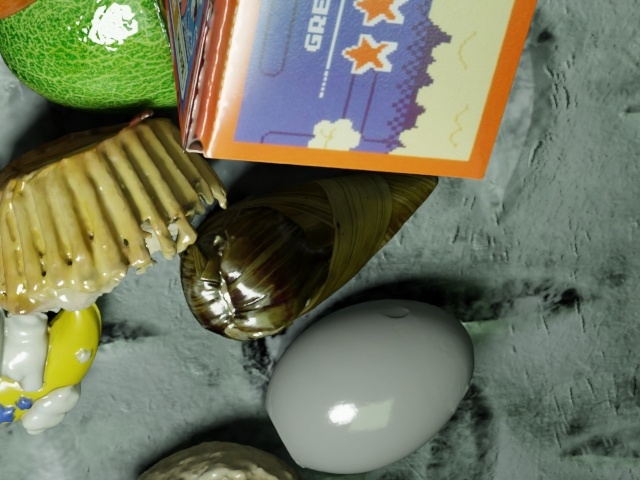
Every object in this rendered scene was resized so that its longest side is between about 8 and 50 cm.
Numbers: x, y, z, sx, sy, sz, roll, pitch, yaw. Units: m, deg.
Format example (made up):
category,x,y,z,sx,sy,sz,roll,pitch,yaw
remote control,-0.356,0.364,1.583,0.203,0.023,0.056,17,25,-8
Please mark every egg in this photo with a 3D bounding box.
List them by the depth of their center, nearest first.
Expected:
category,x,y,z,sx,sy,sz,roll,pitch,yaw
egg,0.057,0.154,2.052,0.232,0.176,0.176,-26,131,-1
egg,-0.113,0.361,2.129,0.279,0.279,0.310,3,144,-16

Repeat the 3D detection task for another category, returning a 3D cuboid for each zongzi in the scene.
category,x,y,z,sx,sy,sz,roll,pitch,yaw
zongzi,0.000,0.000,1.871,0.288,0.286,0.134,-23,96,-2

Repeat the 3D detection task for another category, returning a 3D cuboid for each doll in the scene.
category,x,y,z,sx,sy,sz,roll,pitch,yaw
doll,-0.350,0.119,1.962,0.237,0.111,0.252,7,136,-18

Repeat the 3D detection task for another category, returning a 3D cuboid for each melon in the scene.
category,x,y,z,sx,sy,sz,roll,pitch,yaw
melon,-0.220,-0.193,1.729,0.169,0.129,0.265,-15,132,2

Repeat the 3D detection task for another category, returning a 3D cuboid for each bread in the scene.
category,x,y,z,sx,sy,sz,roll,pitch,yaw
bread,-0.223,-0.025,1.802,0.274,0.274,0.149,-21,98,4

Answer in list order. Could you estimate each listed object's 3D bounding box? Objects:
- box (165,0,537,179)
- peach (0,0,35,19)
category,x,y,z,sx,sy,sz,roll,pitch,yaw
box,0.018,-0.277,1.563,0.257,0.348,0.318,5,126,-15
peach,-0.279,-0.307,1.569,0.214,0.214,0.235,29,114,-32
